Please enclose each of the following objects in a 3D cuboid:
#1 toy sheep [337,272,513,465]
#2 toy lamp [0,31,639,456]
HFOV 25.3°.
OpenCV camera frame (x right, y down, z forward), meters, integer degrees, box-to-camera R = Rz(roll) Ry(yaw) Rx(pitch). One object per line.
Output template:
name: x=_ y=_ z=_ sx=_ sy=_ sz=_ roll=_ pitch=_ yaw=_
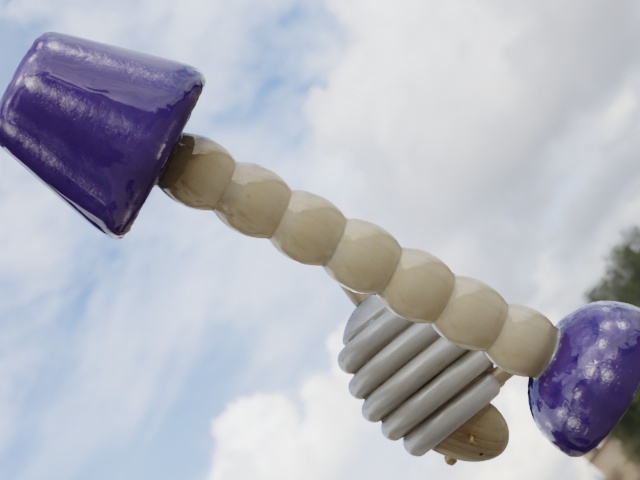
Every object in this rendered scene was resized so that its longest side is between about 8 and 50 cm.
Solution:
toy sheep: x=0.055 y=0.068 z=0.787 sx=0.091 sy=0.132 sz=0.091 roll=-39 pitch=-11 yaw=-10
toy lamp: x=0.000 y=0.000 z=0.580 sx=0.080 sy=0.275 sz=0.080 roll=-61 pitch=7 yaw=12
